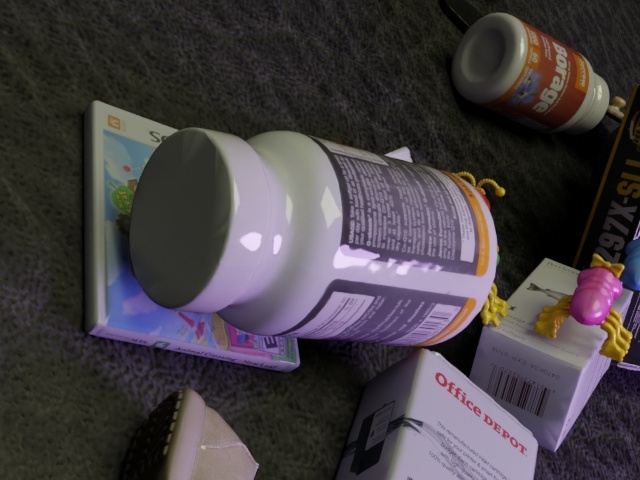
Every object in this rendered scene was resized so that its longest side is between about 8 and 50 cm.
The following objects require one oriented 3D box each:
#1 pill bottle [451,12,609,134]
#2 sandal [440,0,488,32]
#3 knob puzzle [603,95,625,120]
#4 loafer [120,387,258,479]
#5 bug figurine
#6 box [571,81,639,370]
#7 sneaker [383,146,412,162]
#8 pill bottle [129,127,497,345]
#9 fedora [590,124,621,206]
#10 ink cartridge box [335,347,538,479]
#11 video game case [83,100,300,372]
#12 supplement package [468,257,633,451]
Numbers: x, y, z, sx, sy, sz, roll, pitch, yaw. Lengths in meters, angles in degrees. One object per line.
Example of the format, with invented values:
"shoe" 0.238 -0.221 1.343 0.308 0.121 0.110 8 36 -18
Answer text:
"pill bottle" 0.289 -0.215 1.292 0.216 0.121 0.121 15 53 -38
"sandal" 0.246 -0.295 1.372 0.179 0.040 0.067 41 40 -16
"knob puzzle" 0.452 -0.192 1.437 0.213 0.030 0.213 30 13 -8
"loafer" -0.090 0.218 0.607 0.092 0.102 0.268 29 44 -20
"bug figurine" 0.222 0.019 0.959 0.279 0.072 0.216 16 30 15
"box" 0.428 0.002 1.149 0.257 0.079 0.322 13 97 -37
"sneaker" 0.047 -0.030 0.956 0.212 0.080 0.094 -26 94 -52
"pill bottle" 0.000 0.000 0.769 0.278 0.162 0.162 10 56 -42
"fedora" 0.476 -0.057 1.300 0.334 0.152 0.334 -10 109 -29
"ink cartridge box" 0.093 0.219 0.802 0.153 0.087 0.208 41 41 -15
"video game case" -0.108 -0.002 0.812 0.193 0.023 0.212 17 51 -37
"supplement package" 0.234 0.111 0.982 0.105 0.105 0.179 22 31 23
